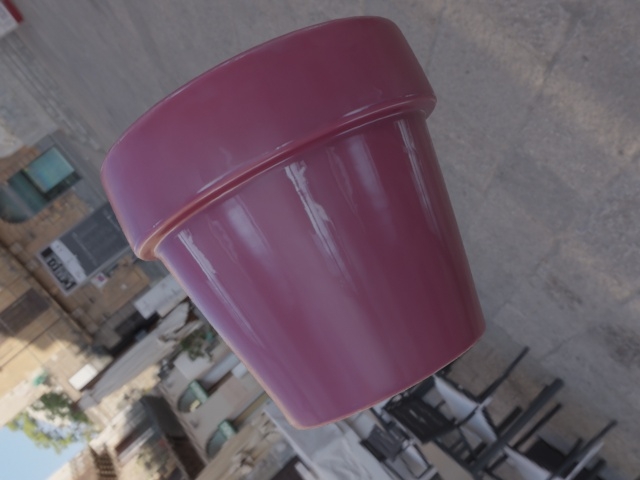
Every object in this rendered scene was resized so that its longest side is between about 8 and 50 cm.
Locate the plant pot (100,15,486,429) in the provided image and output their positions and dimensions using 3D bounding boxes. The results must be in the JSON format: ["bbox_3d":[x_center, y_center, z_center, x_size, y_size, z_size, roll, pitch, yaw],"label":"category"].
[{"bbox_3d":[0.000,0.000,0.407,0.180,0.201,0.201,62,167,4],"label":"plant pot"}]
